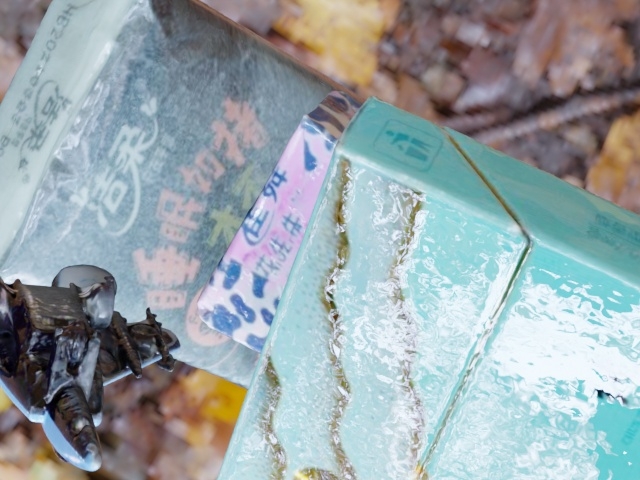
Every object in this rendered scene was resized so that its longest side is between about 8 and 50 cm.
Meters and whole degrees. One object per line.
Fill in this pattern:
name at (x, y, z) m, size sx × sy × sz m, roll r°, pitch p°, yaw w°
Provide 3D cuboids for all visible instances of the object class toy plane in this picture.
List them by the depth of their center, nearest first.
toy plane at (-0.141, 0.059, 0.999) m, size 0.169 × 0.246 × 0.078 m, roll 7°, pitch 98°, yaw -19°

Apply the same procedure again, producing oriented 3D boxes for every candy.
candy at (0.000, 0.000, 1.141) m, size 0.092 × 0.073 × 0.160 m, roll 34°, pitch 122°, yaw 6°

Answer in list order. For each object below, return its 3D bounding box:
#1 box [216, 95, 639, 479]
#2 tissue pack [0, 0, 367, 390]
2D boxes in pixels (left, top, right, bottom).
box at (0.091, 0.067, 0.625) m, size 0.229 × 0.041 × 0.162 m, roll 25°, pitch 130°, yaw 5°
tissue pack at (-0.081, -0.032, 1.317) m, size 0.315 × 0.228 × 0.103 m, roll 27°, pitch 179°, yaw -45°
